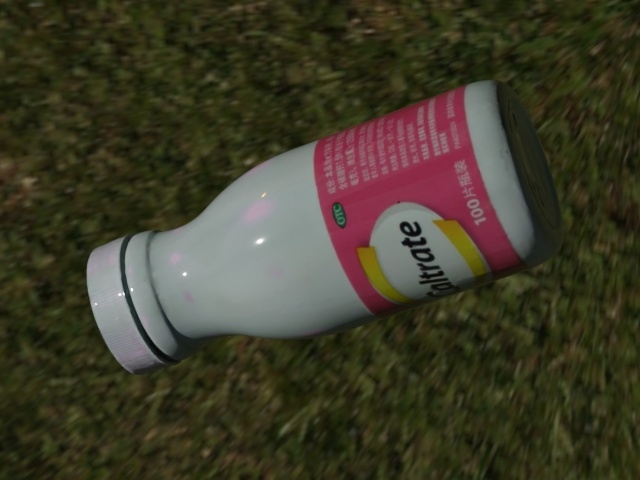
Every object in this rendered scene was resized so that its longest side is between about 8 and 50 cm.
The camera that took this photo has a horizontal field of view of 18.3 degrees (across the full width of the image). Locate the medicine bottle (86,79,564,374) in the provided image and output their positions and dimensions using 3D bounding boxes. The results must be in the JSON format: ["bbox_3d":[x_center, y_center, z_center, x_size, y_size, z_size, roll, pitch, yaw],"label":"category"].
[{"bbox_3d":[0.000,0.000,0.934,0.217,0.090,0.090,-20,93,17],"label":"medicine bottle"}]
